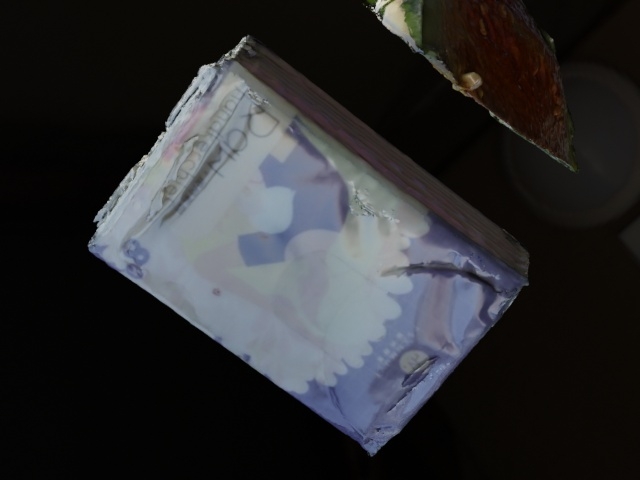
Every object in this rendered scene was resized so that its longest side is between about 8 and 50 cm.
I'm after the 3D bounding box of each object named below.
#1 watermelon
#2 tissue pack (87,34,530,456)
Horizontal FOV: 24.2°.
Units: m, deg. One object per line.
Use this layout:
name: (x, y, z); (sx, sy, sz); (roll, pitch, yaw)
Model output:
watermelon: (0.087, -0.100, 0.797); (0.119, 0.063, 0.245); (61, -165, 23)
tissue pack: (-0.013, 0.006, 1.368); (0.344, 0.242, 0.125); (37, -155, -4)
